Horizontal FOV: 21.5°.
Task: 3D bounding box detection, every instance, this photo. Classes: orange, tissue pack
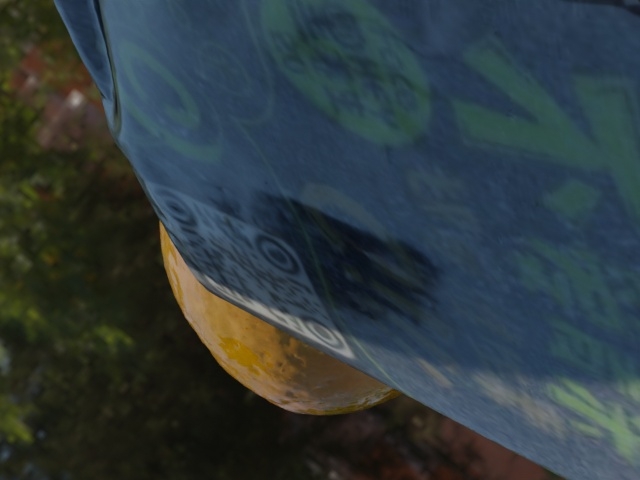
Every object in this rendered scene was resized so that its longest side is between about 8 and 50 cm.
[{"bbox_3d":[0.001,-0.001,1.018,0.219,0.193,0.219,42,-179,-1],"label":"orange"},{"bbox_3d":[0.084,-0.027,0.585,0.394,0.124,0.288,24,151,36],"label":"tissue pack"}]
